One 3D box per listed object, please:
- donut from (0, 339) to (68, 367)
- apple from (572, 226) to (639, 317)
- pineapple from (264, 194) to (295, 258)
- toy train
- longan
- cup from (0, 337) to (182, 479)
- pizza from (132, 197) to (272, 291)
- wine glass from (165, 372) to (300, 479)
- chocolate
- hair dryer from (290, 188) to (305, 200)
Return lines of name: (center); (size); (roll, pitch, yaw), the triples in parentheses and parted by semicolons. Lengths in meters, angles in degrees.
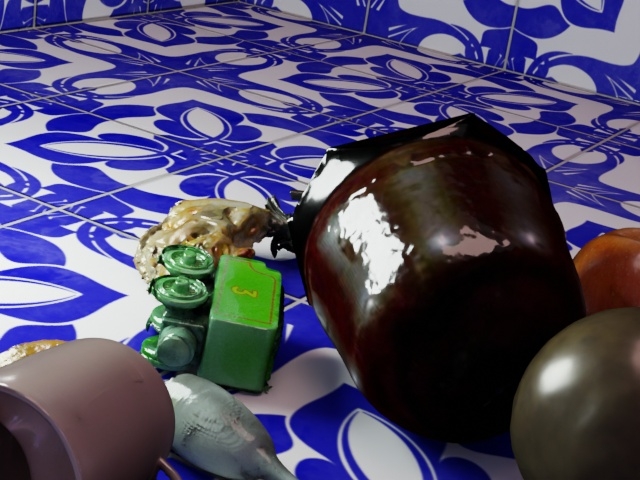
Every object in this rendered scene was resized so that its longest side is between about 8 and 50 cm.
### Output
donut: (-0.316, 0.186, 1.460); (0.178, 0.066, 0.162); (26, 32, 37)
apple: (0.467, 0.087, 1.772); (0.251, 0.207, 0.271); (-3, 8, 36)
pineapple: (0.000, 0.000, 2.009); (0.237, 0.119, 0.111); (22, 14, 21)
toy train: (-0.143, 0.101, 1.664); (0.188, 0.133, 0.243); (11, 23, -6)
longan: (0.362, 0.212, 1.353); (0.297, 0.297, 0.297); (8, 21, -3)
cup: (-0.238, 0.219, 1.245); (0.252, 0.192, 0.200); (31, 24, 16)
pizza: (-0.197, 0.017, 1.899); (0.189, 0.071, 0.297); (11, 36, 16)
wine glass: (-0.097, 0.196, 1.292); (0.309, 0.264, 0.096); (27, 70, 40)
chocolate: (0.158, 0.070, 1.549); (0.383, 0.384, 0.331); (6, 22, -7)
hair dryer: (0.095, -0.040, 2.232); (0.284, 0.156, 0.320); (-12, 8, 2)
